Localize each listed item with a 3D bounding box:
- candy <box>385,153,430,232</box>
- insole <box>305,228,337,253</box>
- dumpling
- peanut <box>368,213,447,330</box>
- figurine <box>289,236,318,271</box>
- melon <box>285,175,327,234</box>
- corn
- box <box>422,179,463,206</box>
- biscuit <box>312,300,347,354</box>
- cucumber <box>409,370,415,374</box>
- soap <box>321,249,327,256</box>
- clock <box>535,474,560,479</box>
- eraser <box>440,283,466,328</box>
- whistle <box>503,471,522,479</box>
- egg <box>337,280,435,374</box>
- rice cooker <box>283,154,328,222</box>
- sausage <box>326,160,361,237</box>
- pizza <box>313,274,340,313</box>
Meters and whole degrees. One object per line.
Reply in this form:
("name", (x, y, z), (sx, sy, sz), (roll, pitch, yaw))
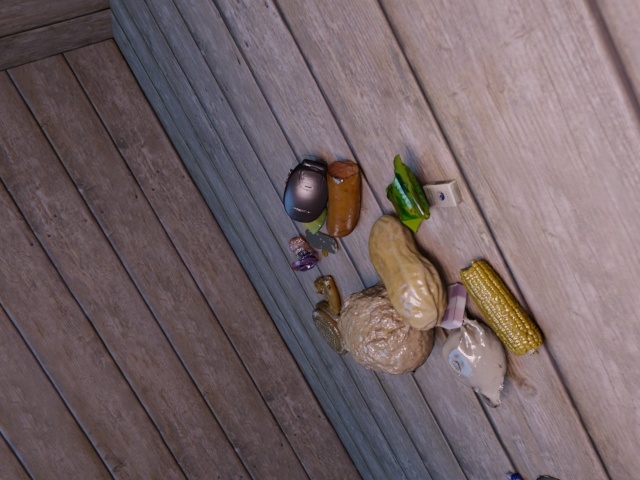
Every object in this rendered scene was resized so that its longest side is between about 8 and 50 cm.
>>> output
("candy", (0.203, -0.098, 0.973), (0.149, 0.069, 0.246), (63, 176, 9))
("insole", (0.000, 0.000, 1.592), (0.248, 0.011, 0.081), (22, 124, 60))
("dumpling", (0.376, 0.289, 1.050), (0.172, 0.142, 0.246), (14, -118, -83))
("peanut", (0.212, 0.071, 1.058), (0.149, 0.149, 0.313), (96, 156, -56))
("figurine", (-0.073, 0.058, 1.732), (0.114, 0.126, 0.157), (26, -146, -42))
("melon", (-0.044, -0.135, 1.404), (0.209, 0.118, 0.064), (51, 145, -11))
("corn", (0.386, 0.146, 0.905), (0.238, 0.080, 0.080), (54, 157, 9))
("box", (0.265, -0.101, 0.916), (0.083, 0.024, 0.054), (8, 123, 63))
("biscuit", (0.051, 0.395, 1.908), (0.259, 0.079, 0.259), (46, 156, 28))
("cucumber", (0.301, 0.441, 1.503), (0.067, 0.035, 0.107), (49, 162, -27))
("soap", (0.018, 0.036, 1.613), (0.034, 0.012, 0.089), (54, 157, 21))
("clock", (0.660, 0.733, 1.104), (0.226, 0.049, 0.226), (44, 152, 30))
("eraser", (0.323, 0.160, 1.024), (0.026, 0.105, 0.065), (20, 159, -7))
("whistle", (0.587, 0.715, 1.262), (0.033, 0.029, 0.083), (23, 164, -8))
("egg", (0.191, 0.249, 1.210), (0.279, 0.279, 0.310), (65, 161, -13))
("rice cooker", (-0.038, -0.156, 1.284), (0.118, 0.142, 0.202), (-87, 15, -77))
("sausage", (0.067, -0.106, 1.229), (0.109, 0.109, 0.270), (46, 154, 30))
("pizza", (0.023, 0.206, 1.758), (0.161, 0.063, 0.182), (47, 157, 40))
